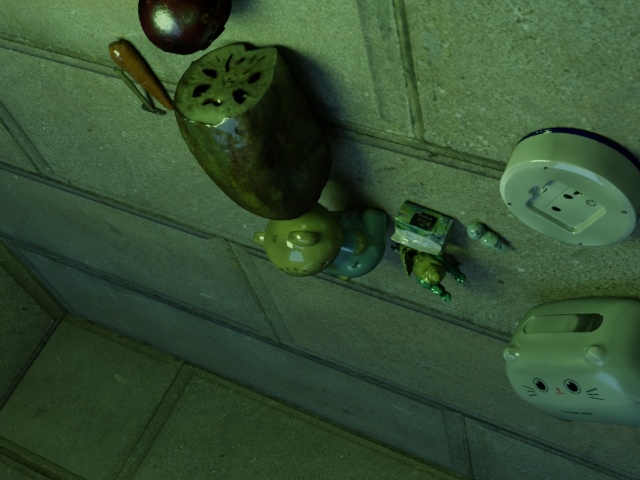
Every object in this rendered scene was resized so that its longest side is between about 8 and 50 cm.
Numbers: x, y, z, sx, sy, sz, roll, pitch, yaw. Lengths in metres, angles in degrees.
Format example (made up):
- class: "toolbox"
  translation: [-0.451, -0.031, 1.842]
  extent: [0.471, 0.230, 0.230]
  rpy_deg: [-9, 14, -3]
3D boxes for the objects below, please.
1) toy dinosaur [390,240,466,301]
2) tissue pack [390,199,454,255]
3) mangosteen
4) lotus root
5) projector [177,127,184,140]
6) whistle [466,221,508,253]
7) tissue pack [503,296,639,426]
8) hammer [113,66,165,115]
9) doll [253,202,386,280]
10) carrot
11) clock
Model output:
- class: "toy dinosaur"
  translation: [0.238, 0.065, 1.802]
  extent: [0.153, 0.094, 0.259]
  rpy_deg: [33, -174, -17]
- class: "tissue pack"
  translation: [0.207, -0.017, 1.755]
  extent: [0.111, 0.079, 0.085]
  rpy_deg: [22, 154, 15]
- class: "mangosteen"
  translation: [-0.233, -0.399, 1.408]
  extent: [0.172, 0.172, 0.184]
  rpy_deg: [0, 124, 46]
- class: "lotus root"
  translation: [-0.114, -0.184, 1.603]
  extent: [0.250, 0.251, 0.346]
  rpy_deg: [11, 152, 34]
- class: "projector"
  translation: [-0.249, -0.250, 1.789]
  extent: [0.083, 0.083, 0.082]
  rpy_deg: [29, 156, 2]
- class: "whistle"
  translation: [0.331, -0.005, 1.701]
  extent: [0.100, 0.035, 0.035]
  rpy_deg: [32, 155, -11]
- class: "tissue pack"
  translation: [0.535, 0.232, 1.700]
  extent: [0.236, 0.229, 0.333]
  rpy_deg: [41, 152, -25]
- class: "hammer"
  translation: [-0.394, -0.321, 1.839]
  extent: [0.062, 0.013, 0.199]
  rpy_deg: [21, 168, 17]
- class: "doll"
  translation: [0.000, 0.000, 1.801]
  extent: [0.260, 0.162, 0.177]
  rpy_deg: [7, 176, -44]
- class: "carrot"
  translation: [-0.370, -0.341, 1.800]
  extent: [0.048, 0.048, 0.216]
  rpy_deg: [9, 153, 37]
- class: "clock"
  translation: [0.415, -0.083, 1.412]
  extent: [0.230, 0.083, 0.230]
  rpy_deg: [25, 153, 13]
